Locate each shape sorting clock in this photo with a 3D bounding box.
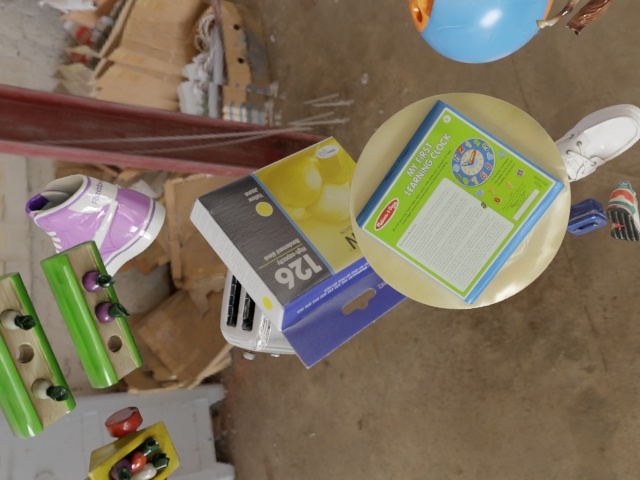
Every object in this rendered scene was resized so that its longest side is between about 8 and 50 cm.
[{"bbox_3d":[0.129,-0.036,0.594,0.206,0.040,0.206,2,102,11],"label":"shape sorting clock"}]

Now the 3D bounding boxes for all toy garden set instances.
[{"bbox_3d":[-0.200,0.133,0.403,0.049,0.244,0.204,-8,106,35],"label":"toy garden set"}]

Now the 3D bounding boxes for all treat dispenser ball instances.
[{"bbox_3d":[0.318,-0.503,1.238,0.288,0.288,0.288,-5,83,52],"label":"treat dispenser ball"}]

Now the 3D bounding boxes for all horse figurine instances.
[{"bbox_3d":[0.401,-0.461,0.995,0.174,0.066,0.263,-24,83,22],"label":"horse figurine"}]

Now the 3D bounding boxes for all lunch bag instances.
[{"bbox_3d":[0.661,-0.056,1.541,0.098,0.067,0.065,-30,50,48],"label":"lunch bag"}]

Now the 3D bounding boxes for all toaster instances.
[{"bbox_3d":[-0.096,0.109,1.170,0.129,0.146,0.227,9,90,36],"label":"toaster"}]

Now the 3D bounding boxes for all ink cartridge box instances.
[{"bbox_3d":[0.000,0.000,1.009,0.307,0.303,0.072,48,143,16],"label":"ink cartridge box"}]

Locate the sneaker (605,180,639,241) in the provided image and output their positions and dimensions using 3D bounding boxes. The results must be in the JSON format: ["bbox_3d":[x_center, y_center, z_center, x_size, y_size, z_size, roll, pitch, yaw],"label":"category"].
[{"bbox_3d":[0.584,-0.055,1.178,0.057,0.161,0.075,11,73,37],"label":"sneaker"}]

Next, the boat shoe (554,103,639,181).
[{"bbox_3d":[0.491,-0.158,1.194,0.098,0.096,0.277,47,140,-7],"label":"boat shoe"}]

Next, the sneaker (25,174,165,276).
[{"bbox_3d":[-0.368,-0.011,0.922,0.282,0.161,0.102,-37,43,37],"label":"sneaker"}]

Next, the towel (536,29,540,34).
[{"bbox_3d":[0.469,-0.520,1.443,0.029,0.119,0.067,-47,55,20],"label":"towel"}]
